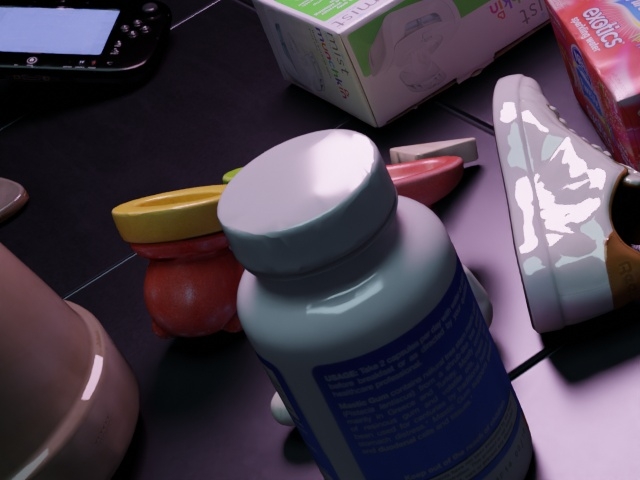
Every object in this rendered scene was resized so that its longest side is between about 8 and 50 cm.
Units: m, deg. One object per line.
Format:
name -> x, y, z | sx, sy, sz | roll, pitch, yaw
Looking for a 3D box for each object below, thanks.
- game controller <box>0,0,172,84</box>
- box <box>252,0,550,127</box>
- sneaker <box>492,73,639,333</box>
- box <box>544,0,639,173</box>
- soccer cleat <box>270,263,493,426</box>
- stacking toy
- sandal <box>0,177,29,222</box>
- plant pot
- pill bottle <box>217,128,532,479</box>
game controller -> -0.361, -0.269, 1.868 | 0.319, 0.067, 0.166 | 3, 36, 10
box -> 0.095, -0.260, 1.550 | 0.262, 0.127, 0.231 | -32, 30, -13
sneaker -> 0.214, -0.042, 1.168 | 0.123, 0.106, 0.290 | -13, 43, 9
box -> 0.297, -0.151, 1.237 | 0.128, 0.123, 0.257 | -21, 31, 6
soccer cleat -> 0.043, 0.081, 1.114 | 0.196, 0.076, 0.068 | -27, 31, -2
stacking toy -> 0.000, 0.000, 1.290 | 0.309, 0.130, 0.279 | -4, 11, 27
sandal -> -0.444, -0.071, 1.683 | 0.219, 0.060, 0.090 | 25, 61, 34
plant pot -> -0.350, 0.091, 1.140 | 0.323, 0.280, 0.323 | -17, 33, 12
pill bottle -> 0.035, 0.065, 0.954 | 0.152, 0.272, 0.152 | -18, 32, 12
